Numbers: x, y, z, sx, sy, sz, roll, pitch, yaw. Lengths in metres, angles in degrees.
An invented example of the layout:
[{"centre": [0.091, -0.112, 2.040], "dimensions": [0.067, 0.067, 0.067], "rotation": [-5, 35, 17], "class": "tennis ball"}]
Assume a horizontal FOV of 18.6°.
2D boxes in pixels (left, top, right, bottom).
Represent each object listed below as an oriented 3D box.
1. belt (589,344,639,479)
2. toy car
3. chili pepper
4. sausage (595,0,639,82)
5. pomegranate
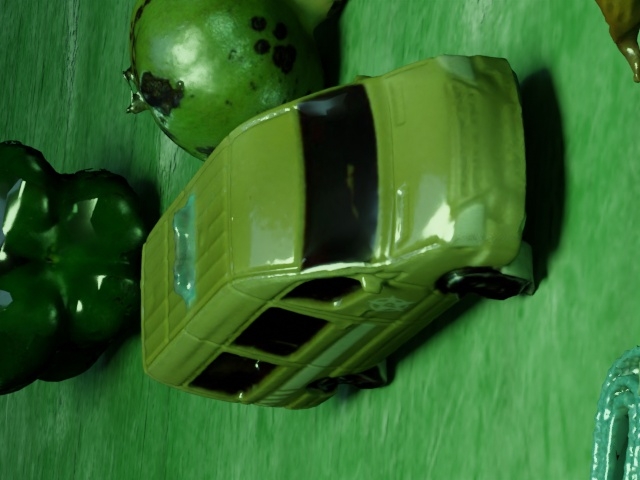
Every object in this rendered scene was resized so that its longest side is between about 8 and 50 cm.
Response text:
[{"centre": [0.108, 0.125, 0.666], "dimensions": [0.100, 0.065, 0.179], "rotation": [3, 84, 61], "class": "belt"}, {"centre": [0.000, 0.000, 0.894], "dimensions": [0.256, 0.124, 0.101], "rotation": [136, 136, -61], "class": "toy car"}, {"centre": [-0.224, 0.022, 1.434], "dimensions": [0.261, 0.165, 0.174], "rotation": [-23, 80, 63], "class": "chili pepper"}, {"centre": [0.127, -0.216, 0.665], "dimensions": [0.112, 0.112, 0.328], "rotation": [-125, 43, -61], "class": "sausage"}, {"centre": [-0.037, -0.112, 1.077], "dimensions": [0.161, 0.122, 0.122], "rotation": [-39, 32, 6], "class": "pomegranate"}]
